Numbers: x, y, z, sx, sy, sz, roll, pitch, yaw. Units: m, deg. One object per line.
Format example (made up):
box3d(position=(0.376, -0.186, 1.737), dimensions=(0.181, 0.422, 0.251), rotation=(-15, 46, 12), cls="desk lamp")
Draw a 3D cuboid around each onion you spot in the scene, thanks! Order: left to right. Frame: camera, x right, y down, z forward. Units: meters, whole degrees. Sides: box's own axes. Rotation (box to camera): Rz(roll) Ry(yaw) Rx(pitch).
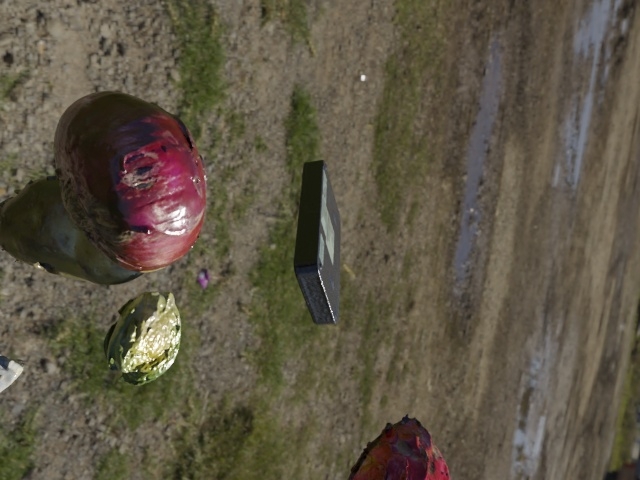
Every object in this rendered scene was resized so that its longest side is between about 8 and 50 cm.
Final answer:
box3d(position=(-0.242, -0.075, 0.945), dimensions=(0.190, 0.246, 0.246), rotation=(-20, 122, -24), cls="onion")

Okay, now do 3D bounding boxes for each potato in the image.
box3d(position=(-0.425, -0.021, 1.258), dimensions=(0.141, 0.296, 0.192), rotation=(-81, 175, -68), cls="potato")

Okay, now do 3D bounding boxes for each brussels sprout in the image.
box3d(position=(-0.330, 0.181, 1.352), dimensions=(0.139, 0.100, 0.181), rotation=(20, 77, -35), cls="brussels sprout")

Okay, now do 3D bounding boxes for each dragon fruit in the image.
box3d(position=(0.134, 0.433, 1.241), dimensions=(0.163, 0.189, 0.262), rotation=(89, 26, -76), cls="dragon fruit")

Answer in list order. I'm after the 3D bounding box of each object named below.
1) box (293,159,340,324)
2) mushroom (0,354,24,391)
box3d(position=(0.000, 0.000, 1.616), dimensions=(0.211, 0.058, 0.350), rotation=(70, 16, -44), cls="box")
box3d(position=(-0.651, 0.187, 1.122), dimensions=(0.351, 0.097, 0.109), rotation=(15, 97, -20), cls="mushroom")
